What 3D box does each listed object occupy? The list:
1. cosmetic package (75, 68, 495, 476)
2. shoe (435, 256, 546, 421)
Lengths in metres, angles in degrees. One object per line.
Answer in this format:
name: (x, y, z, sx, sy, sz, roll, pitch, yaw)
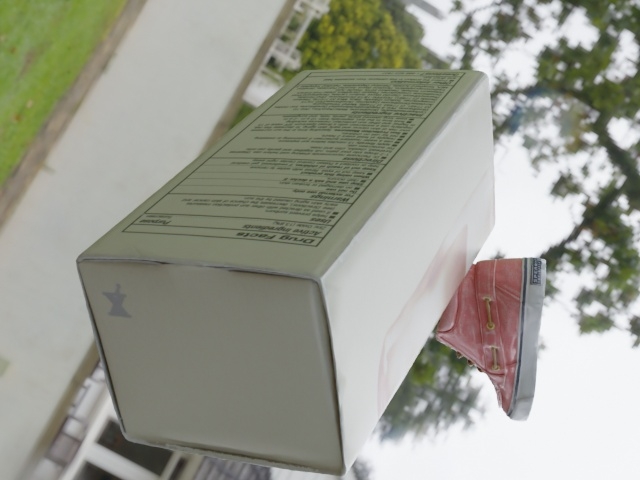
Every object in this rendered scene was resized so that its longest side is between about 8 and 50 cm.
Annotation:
cosmetic package: (0.000, 0.000, 0.697, 0.296, 0.153, 0.129, -47, 136, -52)
shoe: (0.135, 0.079, 0.889, 0.178, 0.081, 0.063, 84, 14, -45)
